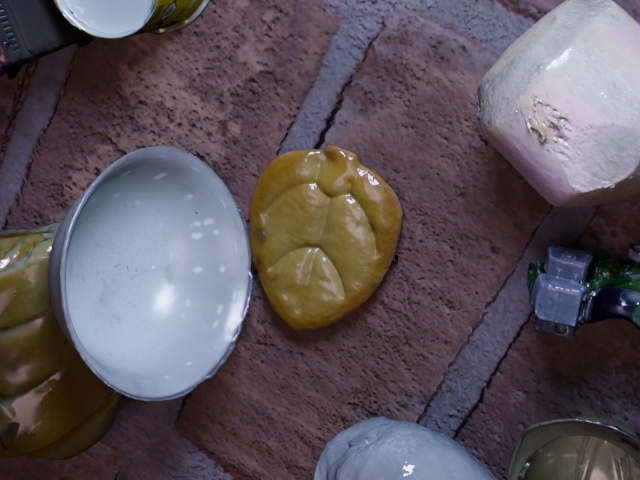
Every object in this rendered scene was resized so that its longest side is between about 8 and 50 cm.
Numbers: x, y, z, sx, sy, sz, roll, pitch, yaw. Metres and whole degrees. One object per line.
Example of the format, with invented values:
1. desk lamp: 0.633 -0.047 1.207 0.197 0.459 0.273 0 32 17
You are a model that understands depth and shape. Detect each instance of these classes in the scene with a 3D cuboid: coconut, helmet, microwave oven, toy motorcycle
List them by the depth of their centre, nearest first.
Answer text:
1. coconut: 0.297 -0.138 1.330 0.234 0.224 0.224 49 116 7
2. toy motorcycle: 0.370 0.079 1.410 0.275 0.187 0.124 11 114 12
3. microwave oven: -0.414 -0.273 1.456 0.188 0.247 0.178 -20 102 20
4. helmet: 0.344 0.284 1.522 0.204 0.137 0.257 7 123 20

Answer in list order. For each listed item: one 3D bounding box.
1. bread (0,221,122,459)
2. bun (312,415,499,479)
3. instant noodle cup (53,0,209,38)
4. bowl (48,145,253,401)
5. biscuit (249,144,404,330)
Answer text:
1. bread: -0.419 0.159 1.652 0.301 0.210 0.341 -5 111 20
2. bun: 0.103 0.398 1.562 0.354 0.194 0.354 26 130 35
3. instant noodle cup: -0.229 -0.317 1.438 0.182 0.144 0.182 5 113 13
4. bowl: -0.242 0.042 1.532 0.146 0.313 0.313 -2 112 39
5. biscuit: -0.001 0.002 1.561 0.203 0.041 0.260 19 113 7
